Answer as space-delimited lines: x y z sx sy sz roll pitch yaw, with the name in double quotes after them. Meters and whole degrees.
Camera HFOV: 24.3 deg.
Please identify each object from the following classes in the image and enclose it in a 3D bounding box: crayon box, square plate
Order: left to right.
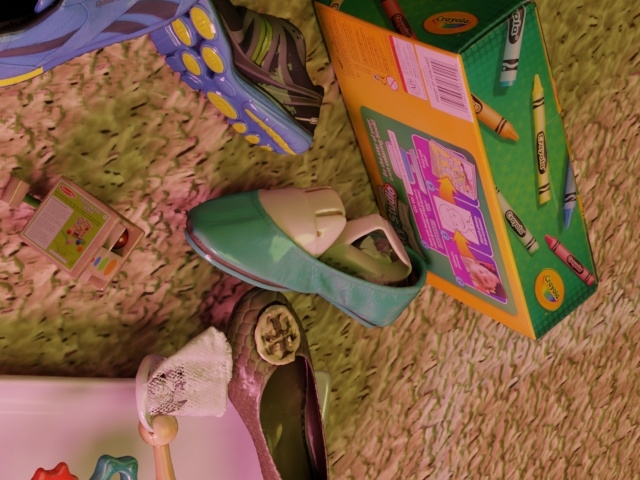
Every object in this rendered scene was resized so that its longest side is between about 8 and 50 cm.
-0.157 0.263 1.140 0.347 0.049 0.344 3 100 -41 "square plate"
0.108 -0.071 1.148 0.081 0.165 0.278 -37 130 -21 "crayon box"

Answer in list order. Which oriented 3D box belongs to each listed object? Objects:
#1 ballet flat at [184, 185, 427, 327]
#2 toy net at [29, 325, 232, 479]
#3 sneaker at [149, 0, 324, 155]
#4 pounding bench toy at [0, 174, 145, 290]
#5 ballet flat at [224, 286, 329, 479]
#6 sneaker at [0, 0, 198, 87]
0.000 0.000 1.144 0.087 0.083 0.247 -44 142 18 "ballet flat"
-0.148 0.154 1.060 0.122 0.045 0.232 39 75 -38 "toy net"
-0.058 -0.139 1.058 0.188 0.067 0.078 47 56 -41 "sneaker"
-0.174 -0.012 1.023 0.052 0.083 0.065 -55 165 -2 "pounding bench toy"
-0.022 0.154 1.156 0.084 0.058 0.249 -23 114 -38 "ballet flat"
-0.141 -0.164 0.930 0.209 0.069 0.082 -29 171 -16 "sneaker"
